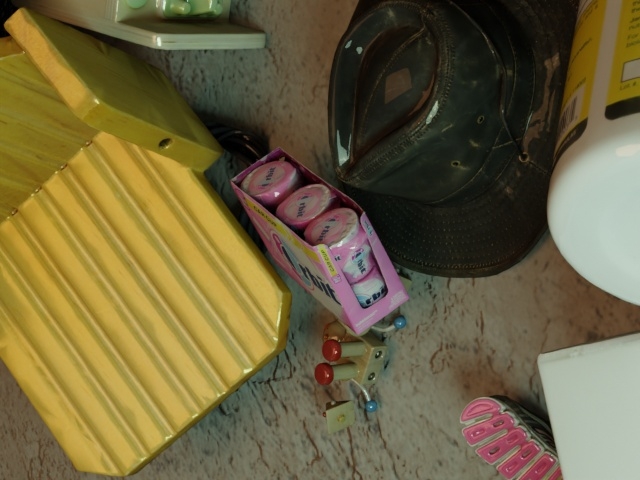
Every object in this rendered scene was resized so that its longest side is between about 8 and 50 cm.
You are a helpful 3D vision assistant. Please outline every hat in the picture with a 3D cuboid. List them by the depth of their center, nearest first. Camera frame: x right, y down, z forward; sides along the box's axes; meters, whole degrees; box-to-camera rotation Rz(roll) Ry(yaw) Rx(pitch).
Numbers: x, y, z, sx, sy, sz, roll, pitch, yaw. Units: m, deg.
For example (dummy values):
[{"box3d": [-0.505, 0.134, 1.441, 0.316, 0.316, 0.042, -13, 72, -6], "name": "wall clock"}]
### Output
[{"box3d": [0.087, -0.118, 1.677, 0.331, 0.134, 0.331, 8, 101, 43], "name": "hat"}]

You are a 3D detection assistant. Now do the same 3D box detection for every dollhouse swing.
[{"box3d": [-0.258, 0.032, 1.829, 0.347, 0.315, 0.305, -40, 62, 17], "name": "dollhouse swing"}]

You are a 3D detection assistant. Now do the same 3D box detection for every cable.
[{"box3d": [-0.105, -0.032, 1.936, 0.150, 0.047, 0.184, 50, 126, 28], "name": "cable"}]

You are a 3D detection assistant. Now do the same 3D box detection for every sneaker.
[{"box3d": [0.194, 0.198, 1.669, 0.170, 0.075, 0.063, 46, 110, 3], "name": "sneaker"}]

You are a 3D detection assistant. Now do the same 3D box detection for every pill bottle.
[{"box3d": [0.273, -0.128, 1.359, 0.188, 0.188, 0.334, -30, 34, 43], "name": "pill bottle"}]

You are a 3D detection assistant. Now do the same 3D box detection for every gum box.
[{"box3d": [0.000, 0.000, 1.755, 0.188, 0.062, 0.107, 39, 161, 55], "name": "gum box"}]

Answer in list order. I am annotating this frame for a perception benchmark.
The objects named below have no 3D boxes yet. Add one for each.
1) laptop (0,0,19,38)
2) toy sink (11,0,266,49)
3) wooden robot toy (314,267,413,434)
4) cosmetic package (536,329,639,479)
[{"box3d": [-0.433, -0.266, 2.000, 0.236, 0.408, 0.382, 17, 142, 12], "name": "laptop"}, {"box3d": [-0.175, -0.277, 1.898, 0.234, 0.153, 0.131, 21, 110, 42], "name": "toy sink"}, {"box3d": [0.022, 0.093, 1.816, 0.079, 0.076, 0.173, 41, 120, 49], "name": "wooden robot toy"}, {"box3d": [0.334, 0.278, 1.421, 0.161, 0.230, 0.453, -16, 84, 45], "name": "cosmetic package"}]
